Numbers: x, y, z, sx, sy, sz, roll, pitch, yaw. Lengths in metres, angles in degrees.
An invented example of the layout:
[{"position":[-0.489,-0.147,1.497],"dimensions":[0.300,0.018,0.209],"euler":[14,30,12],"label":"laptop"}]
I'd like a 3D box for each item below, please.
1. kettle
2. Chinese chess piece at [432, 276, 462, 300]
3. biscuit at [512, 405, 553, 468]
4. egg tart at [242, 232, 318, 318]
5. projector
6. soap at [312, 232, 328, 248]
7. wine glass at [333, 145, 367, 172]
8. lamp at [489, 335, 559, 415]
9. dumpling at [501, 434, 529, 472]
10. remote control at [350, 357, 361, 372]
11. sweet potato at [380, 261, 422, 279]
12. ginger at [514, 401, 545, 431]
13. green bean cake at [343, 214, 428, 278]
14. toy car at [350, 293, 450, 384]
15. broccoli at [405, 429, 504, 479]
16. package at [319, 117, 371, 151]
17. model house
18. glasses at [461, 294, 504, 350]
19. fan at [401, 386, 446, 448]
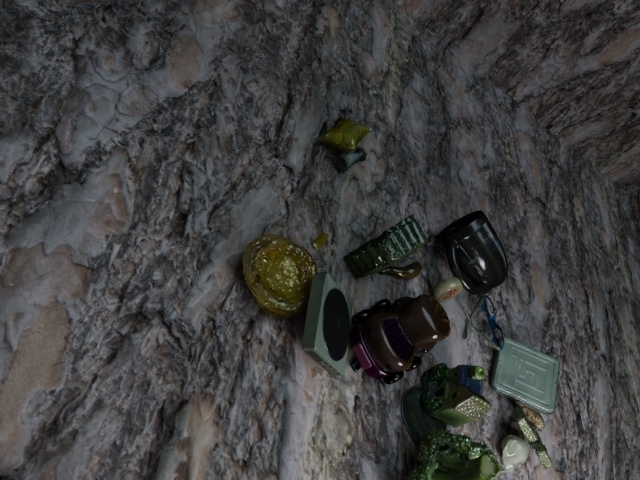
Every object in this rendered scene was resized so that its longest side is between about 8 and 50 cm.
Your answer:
[{"position":[0.671,0.081,2.085],"dimensions":[0.321,0.228,0.324],"euler":[-38,96,-39],"label":"kettle"},{"position":[0.523,0.200,1.976],"dimensions":[0.122,0.122,0.051],"euler":[0,51,-36],"label":"Chinese chess piece"},{"position":[0.830,0.762,1.896],"dimensions":[0.250,0.046,0.147],"euler":[58,14,-9],"label":"biscuit"},{"position":[-0.133,0.114,1.557],"dimensions":[0.290,0.107,0.291],"euler":[15,63,-31],"label":"egg tart"},{"position":[0.022,0.270,1.543],"dimensions":[0.257,0.079,0.259],"euler":[55,36,-49],"label":"projector"},{"position":[0.000,0.000,1.771],"dimensions":[0.034,0.012,0.089],"euler":[51,48,-3],"label":"soap"},{"position":[0.125,-0.338,2.003],"dimensions":[0.155,0.072,0.072],"euler":[-32,88,-42],"label":"wine glass"},{"position":[0.857,0.561,2.015],"dimensions":[0.268,0.047,0.267],"euler":[23,52,8],"label":"lamp"},{"position":[0.739,0.818,1.840],"dimensions":[0.169,0.099,0.134],"euler":[29,76,-63],"label":"dumpling"},{"position":[0.140,0.414,1.658],"dimensions":[0.096,0.014,0.039],"euler":[-32,88,-41],"label":"remote control"},{"position":[0.337,0.125,1.926],"dimensions":[0.249,0.060,0.069],"euler":[-5,50,-34],"label":"sweet potato"},{"position":[0.867,0.682,2.011],"dimensions":[0.137,0.074,0.214],"euler":[10,65,-15],"label":"ginger"},{"position":[0.242,0.031,1.780],"dimensions":[0.255,0.241,0.132],"euler":[-29,90,-42],"label":"green bean cake"},{"position":[0.285,0.320,1.659],"dimensions":[0.340,0.240,0.272],"euler":[-20,78,-46],"label":"toy car"},{"position":[0.406,0.735,1.524],"dimensions":[0.374,0.302,0.249],"euler":[-11,35,-34],"label":"broccoli"},{"position":[0.103,-0.441,2.004],"dimensions":[0.168,0.090,0.226],"euler":[22,41,16],"label":"package"},{"position":[0.499,0.532,1.731],"dimensions":[0.195,0.189,0.214],"euler":[35,50,-17],"label":"model house"},{"position":[0.686,0.353,2.028],"dimensions":[0.206,0.102,0.239],"euler":[0,68,-36],"label":"glasses"},{"position":[0.387,0.605,1.742],"dimensions":[0.223,0.012,0.294],"euler":[43,49,-7],"label":"fan"}]
